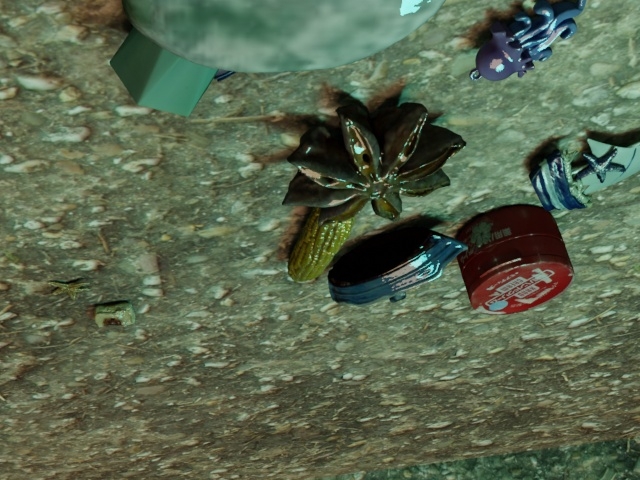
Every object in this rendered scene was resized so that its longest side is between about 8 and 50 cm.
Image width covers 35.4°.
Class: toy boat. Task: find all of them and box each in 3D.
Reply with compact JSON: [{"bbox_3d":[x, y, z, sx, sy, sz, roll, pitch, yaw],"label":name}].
[{"bbox_3d":[0.514,-0.146,1.855,0.210,0.070,0.292,12,141,-41],"label":"toy boat"},{"bbox_3d":[0.153,0.062,2.039,0.309,0.129,0.142,-23,137,21],"label":"toy boat"}]

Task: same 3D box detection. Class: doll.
[{"bbox_3d":[0.314,-0.304,1.520,0.206,0.067,0.110,-32,131,15],"label":"doll"}]

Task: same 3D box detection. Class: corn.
[{"bbox_3d":[0.000,0.000,1.936,0.087,0.086,0.288,1,151,-18],"label":"corn"}]

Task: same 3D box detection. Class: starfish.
[{"bbox_3d":[-0.505,0.094,2.015,0.092,0.016,0.086,-19,151,26],"label":"starfish"}]

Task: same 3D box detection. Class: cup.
[{"bbox_3d":[-0.168,-0.295,1.336,0.134,0.148,0.235,-27,165,-47],"label":"cup"}]

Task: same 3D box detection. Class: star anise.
[{"bbox_3d":[0.083,-0.131,1.701,0.332,0.117,0.331,-14,148,-9],"label":"star anise"}]

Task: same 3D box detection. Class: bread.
[{"bbox_3d":[-0.436,0.158,2.126,0.083,0.035,0.070,-2,149,-7],"label":"bread"}]

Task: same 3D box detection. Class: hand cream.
[{"bbox_3d":[0.396,0.041,2.059,0.230,0.149,0.230,-7,148,-4],"label":"hand cream"}]

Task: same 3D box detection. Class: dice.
[{"bbox_3d":[-0.043,-0.393,0.987,0.328,0.348,0.330,-4,144,-10],"label":"dice"}]

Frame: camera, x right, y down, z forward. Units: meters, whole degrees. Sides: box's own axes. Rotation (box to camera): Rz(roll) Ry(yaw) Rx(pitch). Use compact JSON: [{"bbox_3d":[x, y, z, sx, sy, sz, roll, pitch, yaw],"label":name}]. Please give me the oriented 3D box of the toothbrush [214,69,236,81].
[{"bbox_3d":[-0.014,-0.331,1.398,0.413,0.042,0.035,-30,108,33],"label":"toothbrush"}]
